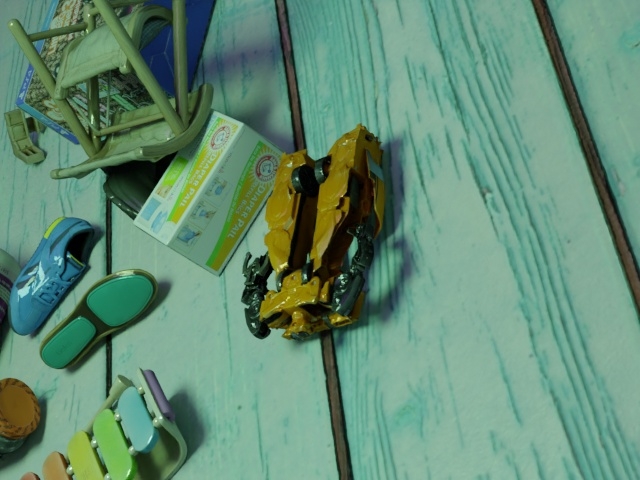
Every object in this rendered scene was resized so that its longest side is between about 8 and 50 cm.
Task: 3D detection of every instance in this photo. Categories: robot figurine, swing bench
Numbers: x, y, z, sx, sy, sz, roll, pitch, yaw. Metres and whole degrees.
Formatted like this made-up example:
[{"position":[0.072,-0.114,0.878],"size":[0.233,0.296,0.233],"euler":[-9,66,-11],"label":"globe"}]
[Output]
[{"position":[0.000,0.000,1.594],"size":[0.211,0.085,0.291],"euler":[-18,51,38],"label":"robot figurine"},{"position":[-0.296,-0.234,1.825],"size":[0.253,0.165,0.255],"euler":[-6,102,48],"label":"swing bench"}]

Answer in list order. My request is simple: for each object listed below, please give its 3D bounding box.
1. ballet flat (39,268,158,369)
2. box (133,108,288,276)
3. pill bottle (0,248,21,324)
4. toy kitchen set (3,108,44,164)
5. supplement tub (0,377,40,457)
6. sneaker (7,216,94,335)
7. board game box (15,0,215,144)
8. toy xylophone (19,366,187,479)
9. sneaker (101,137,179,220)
[{"position":[-0.329,0.104,1.871],"size":[0.232,0.080,0.073],"euler":[-36,13,19],"label":"ballet flat"},{"position":[-0.153,-0.071,1.784],"size":[0.114,0.103,0.203],"euler":[27,84,52],"label":"box"},{"position":[-0.619,0.150,2.055],"size":[0.169,0.169,0.301],"euler":[-6,60,43],"label":"pill bottle"},{"position":[-0.522,-0.194,2.283],"size":[0.068,0.083,0.075],"euler":[-22,30,-27],"label":"toy kitchen set"},{"position":[-0.520,0.283,1.901],"size":[0.190,0.117,0.117],"euler":[-28,46,30],"label":"supplement tub"},{"position":[-0.427,0.058,2.003],"size":[0.082,0.069,0.209],"euler":[16,75,46],"label":"sneaker"},{"position":[-0.346,-0.320,2.128],"size":[0.291,0.141,0.232],"euler":[-12,55,40],"label":"board game box"},{"position":[-0.308,0.309,1.694],"size":[0.323,0.081,0.236],"euler":[-53,38,2],"label":"toy xylophone"},{"position":[-0.267,-0.111,1.934],"size":[0.130,0.109,0.286],"euler":[-44,41,8],"label":"sneaker"}]
